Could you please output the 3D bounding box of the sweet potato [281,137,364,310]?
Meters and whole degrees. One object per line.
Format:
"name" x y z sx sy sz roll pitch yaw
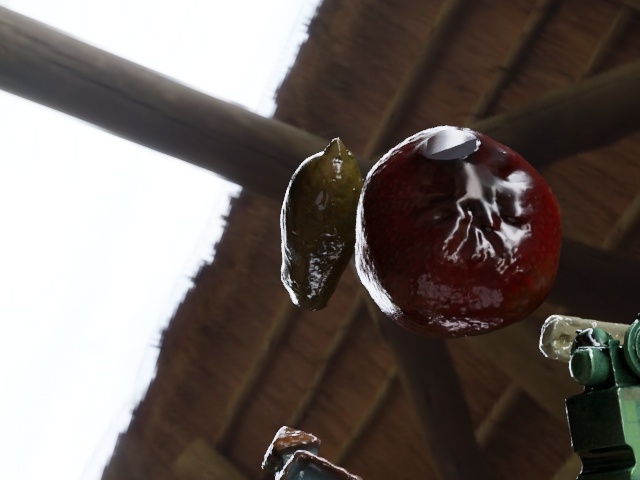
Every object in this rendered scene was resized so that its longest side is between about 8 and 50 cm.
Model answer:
"sweet potato" -0.002 0.005 1.811 0.422 0.131 0.130 97 -2 -51

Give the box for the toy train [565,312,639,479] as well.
"toy train" 0.278 0.123 0.881 0.083 0.200 0.132 150 -62 -61

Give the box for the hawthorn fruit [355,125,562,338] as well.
"hawthorn fruit" 0.127 0.006 1.265 0.266 0.210 0.230 -41 -117 56

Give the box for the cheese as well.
"cheese" 0.374 0.139 1.511 0.043 0.194 0.065 -22 -120 62

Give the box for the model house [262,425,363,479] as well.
"model house" -0.048 0.378 1.423 0.295 0.252 0.329 114 -35 -59
